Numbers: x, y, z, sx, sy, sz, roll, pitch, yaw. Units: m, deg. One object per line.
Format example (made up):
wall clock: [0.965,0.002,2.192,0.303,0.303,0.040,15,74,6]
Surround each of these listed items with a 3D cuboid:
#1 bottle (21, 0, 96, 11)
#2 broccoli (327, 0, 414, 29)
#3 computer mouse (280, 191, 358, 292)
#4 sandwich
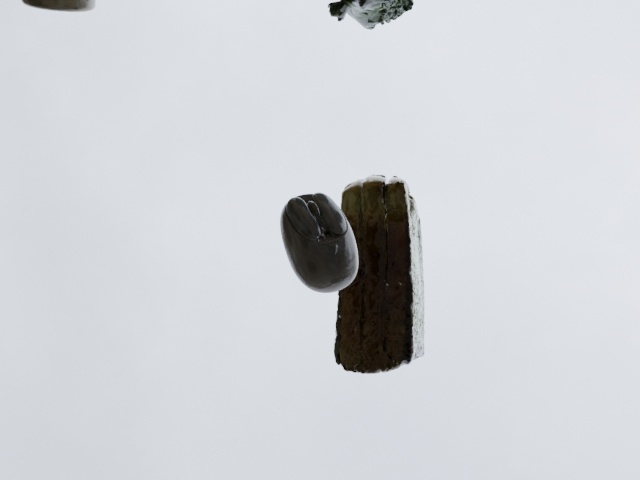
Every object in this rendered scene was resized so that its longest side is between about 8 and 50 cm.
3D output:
bottle: [-0.344,-0.408,0.990,0.097,0.110,0.209,17,-65,23]
broccoli: [0.040,-0.333,0.799,0.176,0.226,0.198,-3,-98,63]
computer mouse: [0.001,0.000,0.692,0.039,0.065,0.096,-38,-114,64]
sandwich: [0.088,0.044,1.031,0.095,0.273,0.249,0,-95,12]
